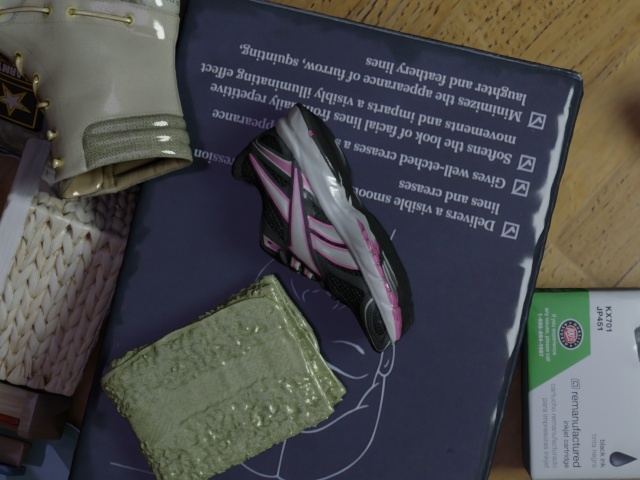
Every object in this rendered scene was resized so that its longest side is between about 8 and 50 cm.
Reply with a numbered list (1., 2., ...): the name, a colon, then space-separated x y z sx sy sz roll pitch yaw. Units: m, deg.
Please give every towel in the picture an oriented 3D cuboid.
1. towel: -0.068 0.102 1.094 0.148 0.027 0.110 -30 87 2

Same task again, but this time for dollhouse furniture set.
1. dollhouse furniture set: -0.320 0.161 1.251 0.184 0.129 0.129 13 86 14

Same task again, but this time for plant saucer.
1. plant saucer: -0.237 0.203 1.316 0.119 0.021 0.119 0 88 3

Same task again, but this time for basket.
1. basket: -0.212 0.025 1.232 0.103 0.113 0.167 20 116 -12

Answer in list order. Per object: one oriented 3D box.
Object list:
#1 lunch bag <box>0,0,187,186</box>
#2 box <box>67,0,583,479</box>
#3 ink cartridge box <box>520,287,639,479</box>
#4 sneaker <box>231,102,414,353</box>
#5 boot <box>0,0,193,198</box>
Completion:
1. lunch bag: -0.209 -0.196 1.255 0.235 0.169 0.287 19 98 0
2. box: 0.007 0.040 1.209 0.294 0.212 0.395 14 89 4
3. ink cartridge box: 0.266 0.112 1.252 0.209 0.087 0.153 -2 89 3
4. sneaker: 0.000 0.000 1.080 0.077 0.072 0.178 -29 78 15
5. boot: -0.196 -0.110 1.113 0.213 0.077 0.165 -9 80 13
